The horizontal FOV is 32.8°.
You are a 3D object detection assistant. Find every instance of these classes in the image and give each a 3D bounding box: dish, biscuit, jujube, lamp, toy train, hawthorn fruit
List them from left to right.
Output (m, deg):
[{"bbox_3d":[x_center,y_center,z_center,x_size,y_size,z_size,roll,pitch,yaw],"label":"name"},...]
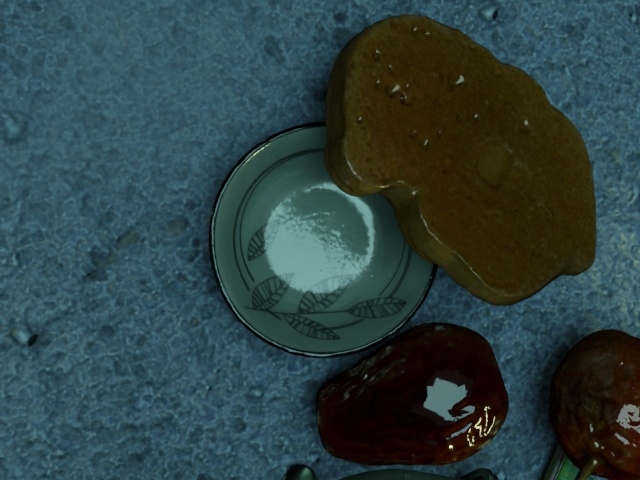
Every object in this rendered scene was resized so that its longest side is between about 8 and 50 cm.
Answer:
[{"bbox_3d":[0.000,0.000,1.458,0.317,0.106,0.316,1,87,-13],"label":"dish"},{"bbox_3d":[0.097,0.394,1.440,0.284,0.124,0.203,7,61,-13],"label":"lamp"},{"bbox_3d":[0.122,0.216,1.463,0.255,0.190,0.189,-14,94,5],"label":"jujube"},{"bbox_3d":[0.202,-0.111,1.456,0.455,0.078,0.349,40,60,-15],"label":"biscuit"},{"bbox_3d":[0.351,0.360,1.572,0.071,0.038,0.147,26,84,-12],"label":"toy train"},{"bbox_3d":[0.400,0.253,1.485,0.207,0.207,0.243,40,62,-10],"label":"hawthorn fruit"}]
